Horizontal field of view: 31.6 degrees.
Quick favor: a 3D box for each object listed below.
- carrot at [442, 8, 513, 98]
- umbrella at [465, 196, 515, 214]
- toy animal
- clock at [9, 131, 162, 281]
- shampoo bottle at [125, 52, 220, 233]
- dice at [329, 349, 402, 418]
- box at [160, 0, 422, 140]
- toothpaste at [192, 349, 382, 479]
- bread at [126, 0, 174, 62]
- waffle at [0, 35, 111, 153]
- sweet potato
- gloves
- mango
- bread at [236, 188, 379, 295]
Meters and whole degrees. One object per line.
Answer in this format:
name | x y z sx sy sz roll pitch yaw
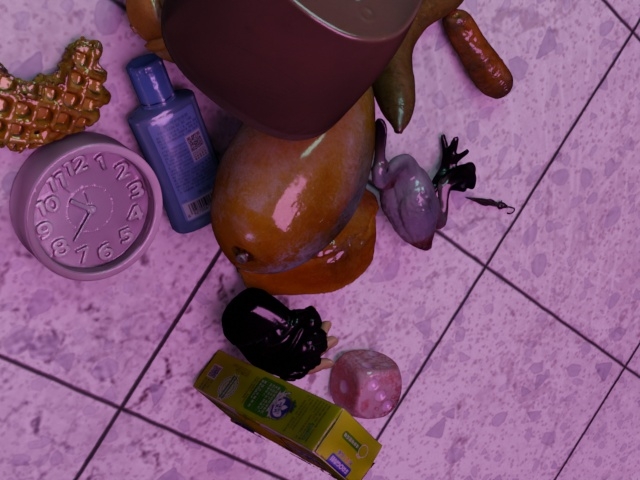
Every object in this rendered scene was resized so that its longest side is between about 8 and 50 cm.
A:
carrot | 0.252 -0.300 1.826 0.060 0.060 0.186 -49 124 -8
umbrella | 0.300 -0.066 1.978 0.122 0.013 0.022 15 121 -38
toy animal | 0.140 -0.080 1.779 0.324 0.091 0.195 2 99 -58
clock | -0.318 -0.046 1.543 0.197 0.068 0.196 -12 115 -29
shampoo bottle | -0.203 -0.139 1.585 0.104 0.061 0.258 -31 123 -20
dice | 0.076 0.242 1.902 0.091 0.094 0.093 -2 111 -34
box | -0.023 -0.300 1.412 0.301 0.216 0.300 12 65 -27
toothpaste | -0.056 0.258 1.678 0.077 0.327 0.110 -53 127 -16
bread | -0.183 -0.295 1.506 0.149 0.073 0.122 16 72 -38
waffle | -0.364 -0.195 1.464 0.194 0.051 0.148 -23 121 -24
sweet potato | 0.129 -0.294 1.705 0.079 0.108 0.346 105 9 -58
gloves | -0.053 0.151 1.743 0.203 0.164 0.124 38 64 -22
mango | -0.026 -0.122 1.600 0.221 0.199 0.383 76 33 -57
bread | 0.000 0.005 1.733 0.260 0.134 0.129 -25 122 -23
